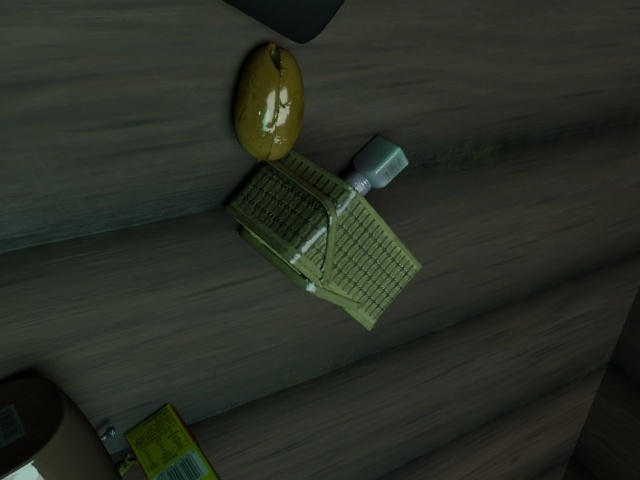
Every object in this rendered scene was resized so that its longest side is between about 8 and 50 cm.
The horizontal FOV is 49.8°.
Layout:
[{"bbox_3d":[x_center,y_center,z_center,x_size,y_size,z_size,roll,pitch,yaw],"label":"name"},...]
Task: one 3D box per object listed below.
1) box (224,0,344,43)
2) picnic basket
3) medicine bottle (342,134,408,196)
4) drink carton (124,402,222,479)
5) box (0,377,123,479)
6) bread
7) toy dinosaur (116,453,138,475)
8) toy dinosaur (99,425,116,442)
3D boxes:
[{"bbox_3d":[-0.044,-0.455,0.972,0.289,0.073,0.290,18,114,-44],"label":"box"},{"bbox_3d":[0.000,0.000,1.228,0.175,0.228,0.313,-50,138,-4],"label":"picnic basket"},{"bbox_3d":[0.100,-0.138,1.322,0.118,0.074,0.055,-44,137,-6],"label":"medicine bottle"},{"bbox_3d":[-0.226,0.478,1.276,0.111,0.351,0.154,-35,134,-16],"label":"drink carton"},{"bbox_3d":[-0.473,0.369,1.069,0.301,0.301,0.216,-24,124,-25],"label":"box"},{"bbox_3d":[-0.080,-0.216,1.106,0.114,0.077,0.189,3,112,-12],"label":"bread"},{"bbox_3d":[-0.399,0.451,1.351,0.113,0.026,0.041,-20,146,-39],"label":"toy dinosaur"},{"bbox_3d":[-0.429,0.403,1.279,0.154,0.049,0.055,-51,134,8],"label":"toy dinosaur"}]
